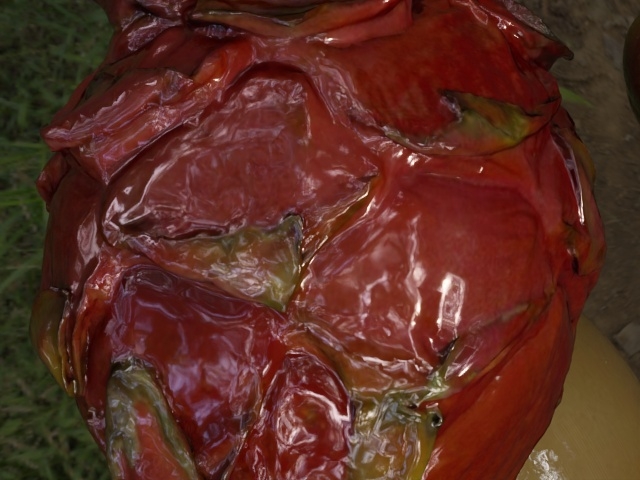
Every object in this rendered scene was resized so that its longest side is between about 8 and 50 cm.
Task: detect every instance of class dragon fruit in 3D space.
[{"bbox_3d":[0.000,0.000,0.501,0.277,0.277,0.342,4,98,23],"label":"dragon fruit"}]

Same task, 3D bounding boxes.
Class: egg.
[{"bbox_3d":[0.138,0.185,0.916,0.301,0.301,0.374,-34,95,20],"label":"egg"}]

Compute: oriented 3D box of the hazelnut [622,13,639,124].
[{"bbox_3d":[0.392,-0.147,1.016,0.208,0.208,0.208,0,91,23],"label":"hazelnut"}]
